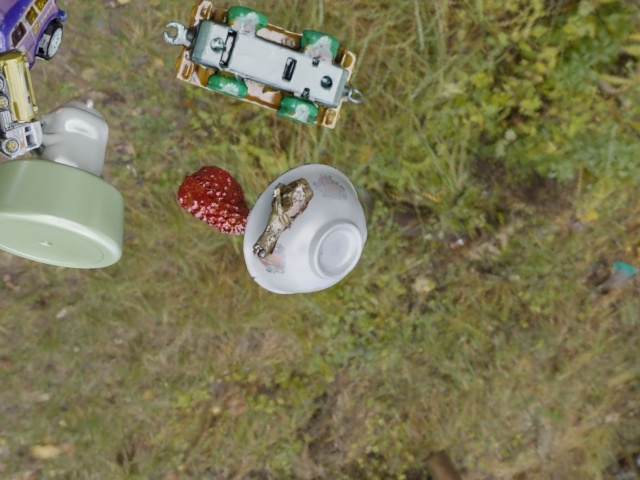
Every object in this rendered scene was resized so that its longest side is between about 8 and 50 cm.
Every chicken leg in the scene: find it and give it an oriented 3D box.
[{"bbox_3d":[-0.089,-0.057,1.845,0.196,0.080,0.125,-59,174,30],"label":"chicken leg"}]

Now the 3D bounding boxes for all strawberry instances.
[{"bbox_3d":[-0.264,-0.121,2.214,0.190,0.236,0.111,-18,139,-44],"label":"strawberry"}]

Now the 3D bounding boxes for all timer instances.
[{"bbox_3d":[-0.514,-0.136,1.665,0.291,0.315,0.291,7,161,2],"label":"timer"}]

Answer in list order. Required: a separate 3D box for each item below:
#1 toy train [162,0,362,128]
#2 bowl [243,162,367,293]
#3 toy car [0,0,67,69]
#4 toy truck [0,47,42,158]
[{"bbox_3d":[-0.120,-0.360,1.720,0.429,0.249,0.178,16,95,-19],"label":"toy train"},{"bbox_3d":[0.000,0.000,1.993,0.346,0.157,0.345,-17,121,-32],"label":"bowl"},{"bbox_3d":[-0.500,-0.314,1.234,0.172,0.235,0.158,23,158,-5],"label":"toy car"},{"bbox_3d":[-0.375,-0.166,1.008,0.063,0.052,0.123,-27,127,-36],"label":"toy truck"}]
